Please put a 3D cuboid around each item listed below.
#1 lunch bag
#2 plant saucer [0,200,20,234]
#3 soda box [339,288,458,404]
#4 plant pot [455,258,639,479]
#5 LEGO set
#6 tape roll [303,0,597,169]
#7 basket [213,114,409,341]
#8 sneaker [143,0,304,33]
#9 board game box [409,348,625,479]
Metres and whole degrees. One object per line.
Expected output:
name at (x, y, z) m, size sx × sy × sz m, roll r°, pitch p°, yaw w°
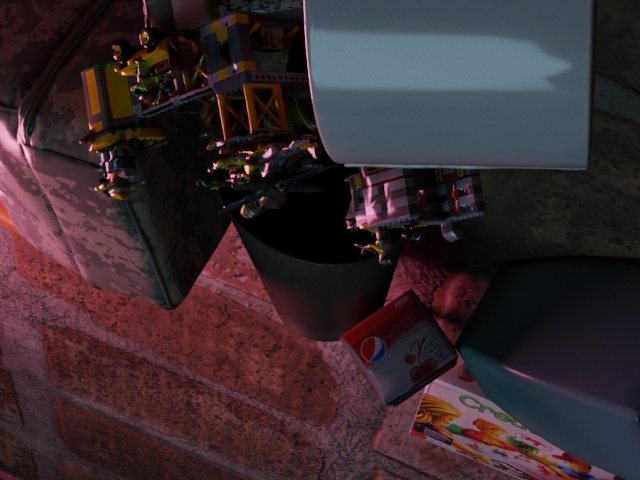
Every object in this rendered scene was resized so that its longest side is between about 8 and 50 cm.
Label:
lunch bag at (-0.232, -0.108, 1.336) m, size 0.256 × 0.213 × 0.305 m, roll 15°, pitch 150°, yaw 18°
plant saucer at (-0.375, -0.057, 1.734) m, size 0.200 × 0.037 × 0.200 m, roll 20°, pitch 152°, yaw 11°
soda box at (0.088, 0.118, 1.461) m, size 0.083 × 0.092 × 0.263 m, roll 55°, pitch 180°, yaw 8°
plant pot at (0.269, 0.120, 1.374) m, size 0.234 × 0.165 × 0.166 m, roll 15°, pitch 151°, yaw 40°
LEGO set at (-0.023, -0.063, 1.130) m, size 0.255 × 0.192 × 0.331 m, roll -13°, pitch 173°, yaw 37°
tape roll at (0.094, -0.169, 0.892) m, size 0.169 × 0.246 × 0.246 m, roll 1°, pitch 147°, yaw 11°
basket at (0.000, 0.000, 1.403) m, size 0.204 × 0.154 × 0.227 m, roll 28°, pitch 158°, yaw 17°
sneaker at (-0.041, -0.300, 0.986) m, size 0.182 × 0.158 × 0.410 m, roll -4°, pitch 152°, yaw -10°
board game box at (0.268, 0.240, 1.684) m, size 0.305 × 0.053 × 0.193 m, roll 22°, pitch 152°, yaw 8°
